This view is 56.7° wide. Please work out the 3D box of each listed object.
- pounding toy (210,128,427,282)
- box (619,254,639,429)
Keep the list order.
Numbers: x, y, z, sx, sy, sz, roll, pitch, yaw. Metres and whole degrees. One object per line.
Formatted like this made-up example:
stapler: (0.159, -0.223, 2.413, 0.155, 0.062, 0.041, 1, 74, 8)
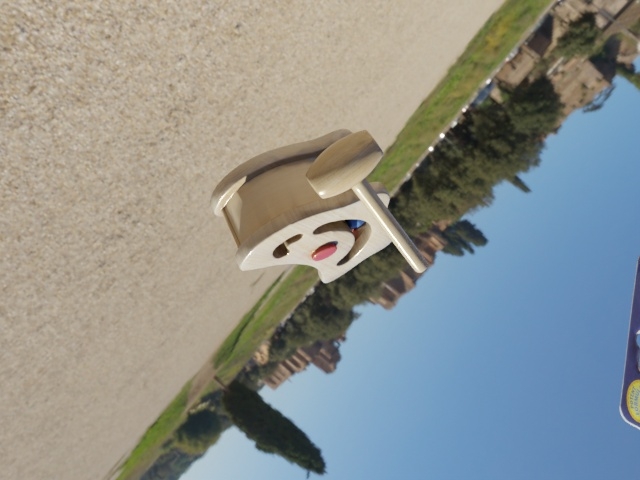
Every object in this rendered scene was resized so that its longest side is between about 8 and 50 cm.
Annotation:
pounding toy: (0.000, 0.000, 0.575, 0.154, 0.154, 0.269, -28, 160, 1)
box: (0.276, 0.087, 0.340, 0.225, 0.037, 0.136, -152, -117, -70)
